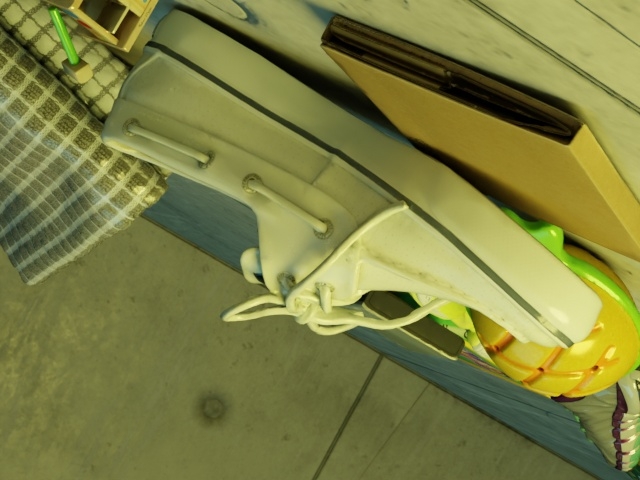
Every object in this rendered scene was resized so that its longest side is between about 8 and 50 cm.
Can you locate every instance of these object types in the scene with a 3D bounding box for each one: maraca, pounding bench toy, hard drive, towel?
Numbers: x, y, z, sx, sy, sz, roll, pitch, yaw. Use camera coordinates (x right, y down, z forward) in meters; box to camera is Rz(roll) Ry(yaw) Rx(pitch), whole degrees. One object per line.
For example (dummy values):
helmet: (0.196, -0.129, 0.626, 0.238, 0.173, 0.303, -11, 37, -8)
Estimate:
maraca: (0.157, 0.044, 1.071, 0.127, 0.099, 0.186, -17, 127, 37)
pounding bench toy: (-0.153, -0.149, 0.952, 0.052, 0.083, 0.065, 25, 173, 40)
hard drive: (0.063, 0.069, 1.291, 0.094, 0.022, 0.135, 30, 173, -10)
towel: (-0.257, -0.090, 1.291, 0.235, 0.121, 0.283, 41, 152, -11)

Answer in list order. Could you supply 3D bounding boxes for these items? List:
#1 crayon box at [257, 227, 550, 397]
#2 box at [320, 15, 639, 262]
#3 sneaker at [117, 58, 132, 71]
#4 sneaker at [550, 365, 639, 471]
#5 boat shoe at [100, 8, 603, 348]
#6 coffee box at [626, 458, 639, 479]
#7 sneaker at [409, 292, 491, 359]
crayon box: (0.096, 0.037, 1.378, 0.278, 0.081, 0.165, 33, 173, -31)
box: (0.105, -0.052, 0.860, 0.164, 0.021, 0.201, 26, 173, 30)
sneaker: (-0.237, -0.153, 1.408, 0.225, 0.088, 0.092, 10, 154, 50)
sneaker: (0.251, 0.139, 1.360, 0.098, 0.083, 0.224, 12, 152, 15)
boat shoe: (-0.004, -0.003, 0.974, 0.367, 0.156, 0.136, 34, 178, 19)
coffee box: (0.431, 0.301, 1.972, 0.184, 0.040, 0.113, 43, 175, 37)
sneaker: (0.114, 0.016, 1.214, 0.126, 0.091, 0.240, 47, -175, 32)
